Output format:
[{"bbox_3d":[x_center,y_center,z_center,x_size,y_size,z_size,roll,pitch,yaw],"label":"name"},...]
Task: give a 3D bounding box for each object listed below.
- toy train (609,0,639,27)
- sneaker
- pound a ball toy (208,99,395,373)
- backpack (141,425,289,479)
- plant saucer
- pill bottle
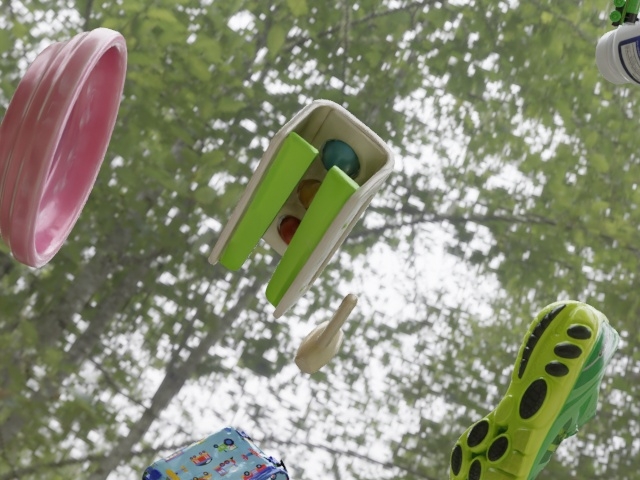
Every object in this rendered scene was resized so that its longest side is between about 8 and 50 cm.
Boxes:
[{"bbox_3d":[0.256,-0.213,0.819,0.023,0.017,0.083,17,-75,19],"label":"toy train"},{"bbox_3d":[0.254,0.211,1.157,0.123,0.109,0.296,19,-73,-36],"label":"sneaker"},{"bbox_3d":[0.000,0.000,1.274,0.208,0.136,0.319,40,-41,6],"label":"pound a ball toy"},{"bbox_3d":[-0.084,0.291,1.011,0.173,0.158,0.117,35,-49,40],"label":"backpack"},{"bbox_3d":[-0.355,-0.131,1.346,0.084,0.332,0.332,20,-40,-3],"label":"plant saucer"},{"bbox_3d":[0.498,-0.286,1.483,0.112,0.112,0.186,43,-17,-18],"label":"pill bottle"}]
